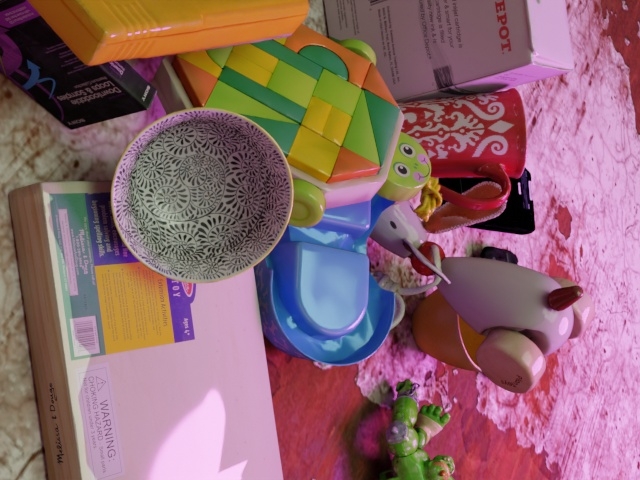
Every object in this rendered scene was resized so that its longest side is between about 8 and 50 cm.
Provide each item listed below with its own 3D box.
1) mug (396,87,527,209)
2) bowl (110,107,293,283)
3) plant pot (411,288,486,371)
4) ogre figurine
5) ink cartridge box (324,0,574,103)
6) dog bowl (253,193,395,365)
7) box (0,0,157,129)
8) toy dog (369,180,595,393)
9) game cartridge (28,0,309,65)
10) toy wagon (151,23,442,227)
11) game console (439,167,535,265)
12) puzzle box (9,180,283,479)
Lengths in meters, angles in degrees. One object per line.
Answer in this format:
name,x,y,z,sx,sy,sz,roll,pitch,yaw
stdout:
mug,0.160,-0.118,1.350,0.150,0.169,0.113,-99,-173,-55
bowl,-0.117,-0.051,1.061,0.170,0.080,0.170,-4,107,-13
plant pot,0.181,0.115,1.494,0.134,0.095,0.134,16,69,-49
ogre figurine,0.126,0.287,1.396,0.118,0.097,0.197,-27,120,-69
ink cartridge box,0.156,-0.283,1.393,0.121,0.289,0.211,-2,84,-52
dog bowl,0.000,0.000,1.279,0.166,0.074,0.297,11,73,-31
box,-0.243,-0.165,1.002,0.162,0.116,0.029,40,55,-39
toy dog,0.194,0.035,1.352,0.333,0.161,0.220,22,54,-3
game cartridge,-0.187,-0.289,1.021,0.285,0.053,0.323,48,30,10
toy wagon,-0.006,-0.136,1.212,0.344,0.068,0.267,27,48,-9
game console,0.257,0.028,1.656,0.213,0.044,0.361,7,76,-49
puzzle box,-0.157,0.140,1.096,0.272,0.052,0.409,-5,86,-52
